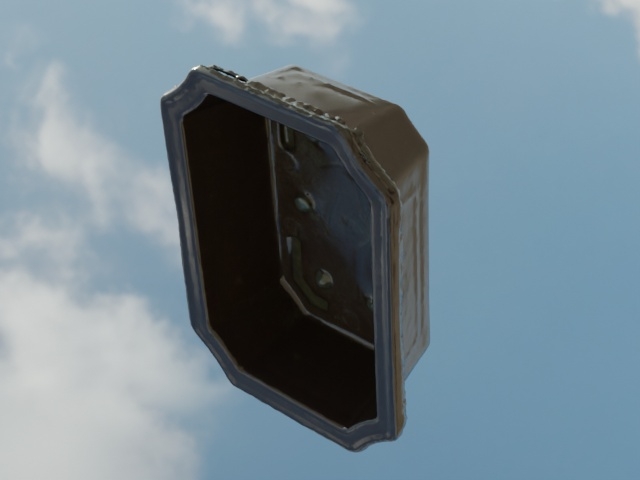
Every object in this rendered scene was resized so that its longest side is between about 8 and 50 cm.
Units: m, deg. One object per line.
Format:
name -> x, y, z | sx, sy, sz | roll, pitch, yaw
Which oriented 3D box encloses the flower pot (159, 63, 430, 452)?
flower pot -> 0.000, 0.000, 0.838 | 0.084, 0.179, 0.251 | -37, -41, -36
